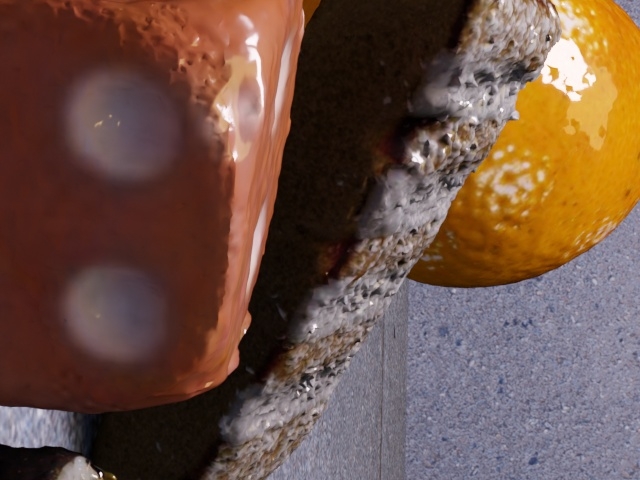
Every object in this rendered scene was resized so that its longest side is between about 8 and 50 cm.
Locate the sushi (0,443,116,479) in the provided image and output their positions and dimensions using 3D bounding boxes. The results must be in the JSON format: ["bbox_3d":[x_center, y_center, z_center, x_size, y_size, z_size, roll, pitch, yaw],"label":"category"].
[{"bbox_3d":[-0.147,0.163,0.628,0.150,0.078,0.090,80,21,-49],"label":"sushi"}]

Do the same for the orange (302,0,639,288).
[{"bbox_3d":[0.107,-0.128,1.155,0.326,0.424,0.424,-57,174,10],"label":"orange"}]

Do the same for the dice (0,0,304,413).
[{"bbox_3d":[-0.102,-0.038,0.534,0.175,0.174,0.179,-78,174,-69],"label":"dice"}]

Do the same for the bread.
[{"bbox_3d":[0.000,0.000,0.798,0.416,0.113,0.165,-60,160,21],"label":"bread"}]
